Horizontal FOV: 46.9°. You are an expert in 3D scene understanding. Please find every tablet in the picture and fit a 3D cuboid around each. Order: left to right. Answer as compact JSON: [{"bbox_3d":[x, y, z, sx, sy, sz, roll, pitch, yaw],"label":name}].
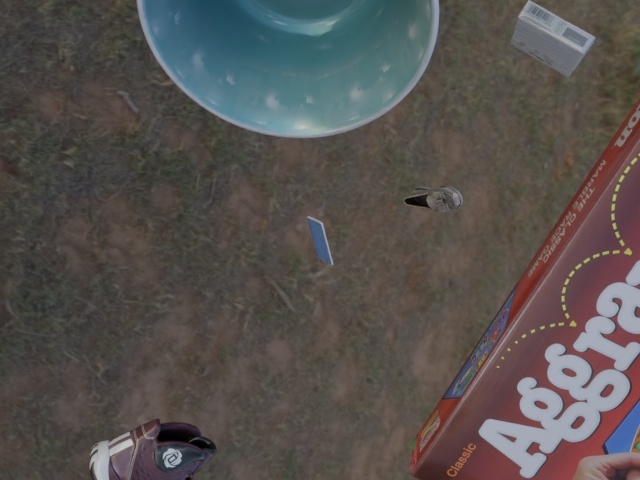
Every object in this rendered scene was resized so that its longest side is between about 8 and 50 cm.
[{"bbox_3d":[0.000,0.000,1.286,0.006,0.054,0.083,-26,116,-22],"label":"tablet"}]

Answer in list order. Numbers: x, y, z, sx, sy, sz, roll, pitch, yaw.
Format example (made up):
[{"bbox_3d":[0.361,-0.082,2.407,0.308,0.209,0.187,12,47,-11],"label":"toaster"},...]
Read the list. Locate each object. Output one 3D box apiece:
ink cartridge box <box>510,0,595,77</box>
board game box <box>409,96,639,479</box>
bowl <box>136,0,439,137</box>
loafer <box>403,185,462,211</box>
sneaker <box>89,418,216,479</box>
[{"bbox_3d":[0.451,-0.391,1.447,0.045,0.145,0.179,-58,171,6],"label":"ink cartridge box"},{"bbox_3d":[0.166,0.024,0.310,0.027,0.145,0.281,-70,-174,-66],"label":"board game box"},{"bbox_3d":[-0.027,-0.282,0.804,0.311,0.312,0.163,55,31,-40],"label":"bowl"},{"bbox_3d":[0.186,-0.065,1.228,0.039,0.125,0.045,-26,106,-22],"label":"loafer"},{"bbox_3d":[-0.210,0.384,1.122,0.163,0.106,0.281,-31,117,-5],"label":"sneaker"}]
